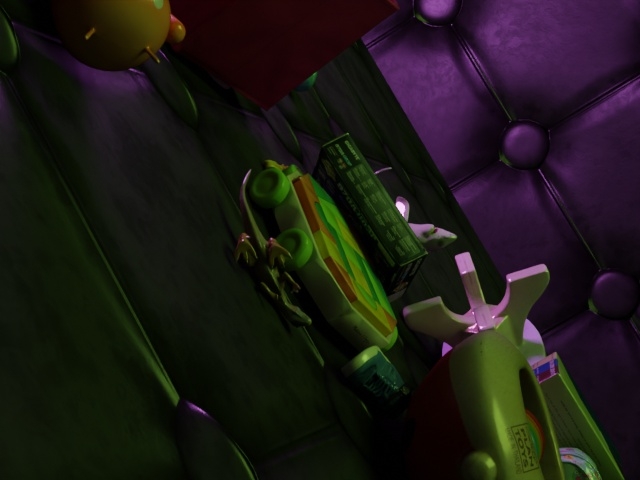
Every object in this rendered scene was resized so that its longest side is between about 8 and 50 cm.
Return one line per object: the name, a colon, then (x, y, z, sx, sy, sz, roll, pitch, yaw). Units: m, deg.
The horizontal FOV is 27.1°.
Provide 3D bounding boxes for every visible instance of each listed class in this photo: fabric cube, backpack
fabric cube: (-0.090, -0.394, 1.928, 0.259, 0.258, 0.254, 27, 32, -56)
backpack: (0.331, 0.384, 1.953, 0.152, 0.182, 0.115, 59, 11, -1)

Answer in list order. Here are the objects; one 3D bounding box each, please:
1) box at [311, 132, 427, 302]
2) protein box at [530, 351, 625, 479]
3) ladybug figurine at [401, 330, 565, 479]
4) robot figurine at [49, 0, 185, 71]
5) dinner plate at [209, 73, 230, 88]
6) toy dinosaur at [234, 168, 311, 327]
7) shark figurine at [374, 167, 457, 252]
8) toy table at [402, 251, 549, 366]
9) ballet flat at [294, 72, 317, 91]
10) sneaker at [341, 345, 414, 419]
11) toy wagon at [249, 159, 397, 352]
box: (0.063, -0.026, 1.975, 0.220, 0.051, 0.175, 57, -20, 16)
protein box: (0.333, 0.319, 2.072, 0.200, 0.201, 0.136, 58, 12, -3)
ladybug figurine: (0.211, 0.275, 1.718, 0.449, 0.162, 0.305, 22, 53, -74)
robot figurine: (-0.230, -0.269, 1.439, 0.158, 0.128, 0.219, 71, -1, -47)
dinner plate: (-0.172, -0.291, 1.998, 0.141, 0.017, 0.141, 53, 13, -18)
toy dinosaur: (-0.075, 0.011, 1.582, 0.112, 0.064, 0.211, 103, -33, -82)
shark figurine: (0.100, -0.014, 2.289, 0.278, 0.166, 0.116, -134, -151, -54)
toy table: (0.282, 0.147, 2.257, 0.274, 0.252, 0.161, -124, -168, -61)
ballet flat: (-0.078, -0.374, 2.469, 0.087, 0.083, 0.247, 91, -25, -65)
sneaker: (0.080, 0.189, 1.722, 0.084, 0.058, 0.152, 53, 4, 17)
toy wagon: (0.000, 0.000, 1.844, 0.267, 0.068, 0.344, 46, 18, -47)
